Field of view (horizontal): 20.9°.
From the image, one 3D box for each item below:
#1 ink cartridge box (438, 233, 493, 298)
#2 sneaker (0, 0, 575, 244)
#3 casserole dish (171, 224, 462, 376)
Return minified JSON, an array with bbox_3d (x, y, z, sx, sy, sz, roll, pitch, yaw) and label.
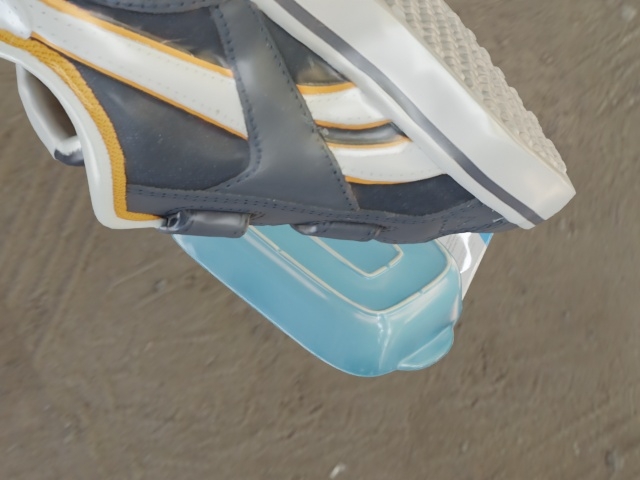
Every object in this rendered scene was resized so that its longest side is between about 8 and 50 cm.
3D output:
[{"bbox_3d":[0.025,-0.035,1.143,0.180,0.060,0.104,28,77,-6],"label":"ink cartridge box"},{"bbox_3d":[-0.026,-0.066,0.632,0.127,0.321,0.126,-39,52,15],"label":"sneaker"},{"bbox_3d":[0.000,0.000,0.976,0.188,0.114,0.037,38,135,22],"label":"casserole dish"}]
